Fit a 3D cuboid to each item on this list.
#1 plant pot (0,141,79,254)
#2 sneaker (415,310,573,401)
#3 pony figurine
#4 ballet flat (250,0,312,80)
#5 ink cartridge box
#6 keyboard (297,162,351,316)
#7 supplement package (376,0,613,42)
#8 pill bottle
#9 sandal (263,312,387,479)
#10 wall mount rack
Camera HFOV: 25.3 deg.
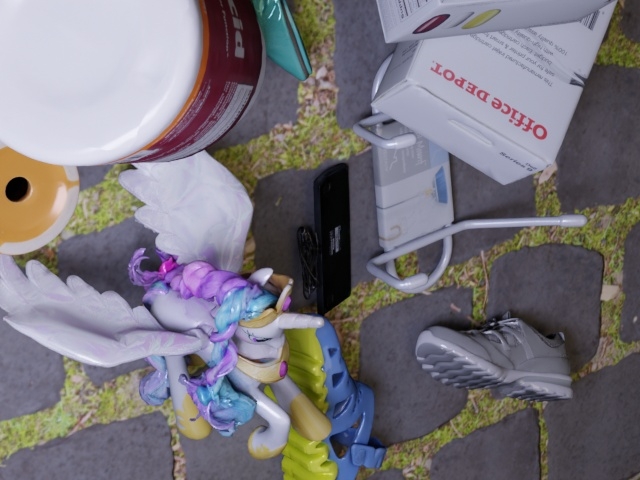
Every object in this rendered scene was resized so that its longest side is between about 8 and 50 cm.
[{"bbox_3d":[-0.340,-0.073,1.445,0.205,0.188,0.205,-14,116,-31],"label":"plant pot"},{"bbox_3d":[0.245,0.155,2.040,0.281,0.105,0.115,18,67,-37],"label":"sneaker"},{"bbox_3d":[-0.140,0.083,1.579,0.303,0.351,0.363,-51,159,-26],"label":"pony figurine"},{"bbox_3d":[-0.081,-0.285,1.628,0.087,0.083,0.247,-19,121,-1],"label":"ballet flat"},{"bbox_3d":[0.216,-0.244,1.722,0.211,0.121,0.289,29,70,-14],"label":"ink cartridge box"},{"bbox_3d":[0.000,0.000,1.830,0.100,0.038,0.192,-31,126,-50],"label":"keyboard"},{"bbox_3d":[0.194,-0.346,1.586,0.262,0.145,0.204,-10,85,-22],"label":"supplement package"},{"bbox_3d":[-0.180,-0.185,1.375,0.224,0.392,0.224,1,94,9],"label":"pill bottle"},{"bbox_3d":[0.011,0.220,1.871,0.138,0.126,0.317,-28,131,-28],"label":"sandal"},{"bbox_3d":[0.192,-0.087,1.860,0.304,0.130,0.350,-22,121,-27],"label":"wall mount rack"}]
